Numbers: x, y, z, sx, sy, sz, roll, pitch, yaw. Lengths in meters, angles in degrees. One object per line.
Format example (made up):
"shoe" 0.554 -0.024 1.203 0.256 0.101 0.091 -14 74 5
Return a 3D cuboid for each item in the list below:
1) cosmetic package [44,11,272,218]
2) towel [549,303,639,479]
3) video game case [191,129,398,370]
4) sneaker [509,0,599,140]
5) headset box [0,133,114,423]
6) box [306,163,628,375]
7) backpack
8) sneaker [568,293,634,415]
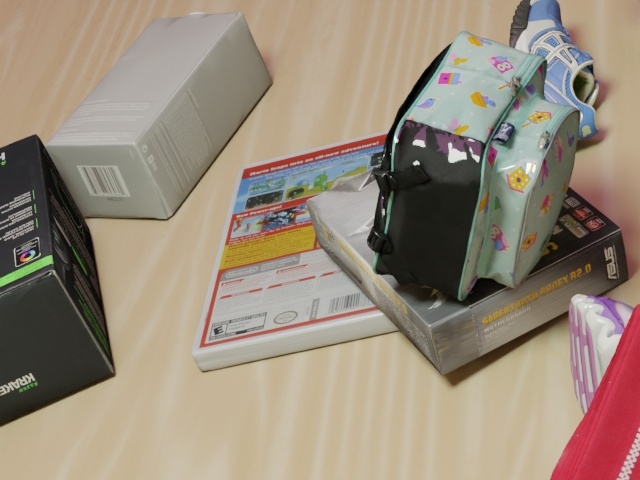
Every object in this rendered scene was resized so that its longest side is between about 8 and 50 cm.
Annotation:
"cosmetic package" -0.165 -0.134 1.900 0.127 0.107 0.238 2 38 35
"towel" 0.286 0.159 1.114 0.275 0.031 0.199 26 46 7
"video game case" 0.000 0.000 1.668 0.204 0.025 0.285 -13 35 18
"sneaker" 0.220 -0.155 1.709 0.081 0.080 0.211 -7 46 14
"headset box" -0.339 0.062 1.705 0.246 0.131 0.283 -24 33 3
"box" 0.119 -0.003 1.533 0.183 0.056 0.231 -25 36 -13
"backpack" 0.126 -0.065 1.428 0.144 0.166 0.188 11 44 10
"sneaker" 0.252 0.092 1.304 0.104 0.095 0.236 -12 13 -12
